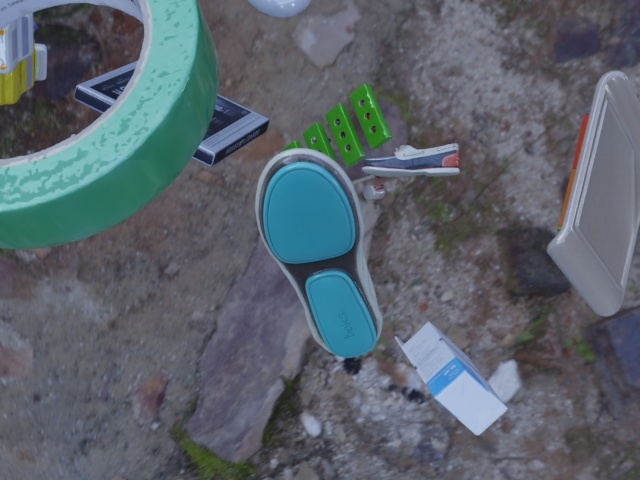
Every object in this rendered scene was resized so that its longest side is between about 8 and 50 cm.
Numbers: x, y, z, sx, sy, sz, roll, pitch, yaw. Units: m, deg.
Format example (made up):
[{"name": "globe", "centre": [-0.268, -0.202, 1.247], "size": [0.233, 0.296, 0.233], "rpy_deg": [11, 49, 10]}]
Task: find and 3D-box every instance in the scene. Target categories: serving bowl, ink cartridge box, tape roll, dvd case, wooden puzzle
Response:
[{"name": "serving bowl", "centre": [-0.042, -0.273, 0.943], "size": [0.083, 0.027, 0.083], "rpy_deg": [7, 71, -20]}, {"name": "ink cartridge box", "centre": [0.185, 0.188, 1.331], "size": [0.060, 0.180, 0.104], "rpy_deg": [-45, 117, 6]}, {"name": "tape roll", "centre": [-0.256, -0.151, 0.833], "size": [0.321, 0.077, 0.321], "rpy_deg": [-3, 65, 7]}, {"name": "dvd case", "centre": [-0.219, -0.197, 1.380], "size": [0.238, 0.030, 0.179], "rpy_deg": [27, 31, 11]}, {"name": "wooden puzzle", "centre": [0.346, -0.052, 1.120], "size": [0.221, 0.044, 0.239], "rpy_deg": [39, 67, -48]}]

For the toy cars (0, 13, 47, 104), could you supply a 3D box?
[{"name": "toy cars", "centre": [-0.486, -0.316, 1.478], "size": [0.087, 0.393, 0.177], "rpy_deg": [0, 86, -16]}]

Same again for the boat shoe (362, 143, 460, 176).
[{"name": "boat shoe", "centre": [0.125, -0.111, 1.268], "size": [0.137, 0.049, 0.043], "rpy_deg": [-1, 87, 2]}]

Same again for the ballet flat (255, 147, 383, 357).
[{"name": "ballet flat", "centre": [0.000, 0.000, 0.772], "size": [0.086, 0.248, 0.086], "rpy_deg": [-7, 45, 7]}]

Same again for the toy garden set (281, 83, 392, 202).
[{"name": "toy garden set", "centre": [0.052, -0.133, 1.668], "size": [0.049, 0.244, 0.204], "rpy_deg": [-8, 71, -46]}]
